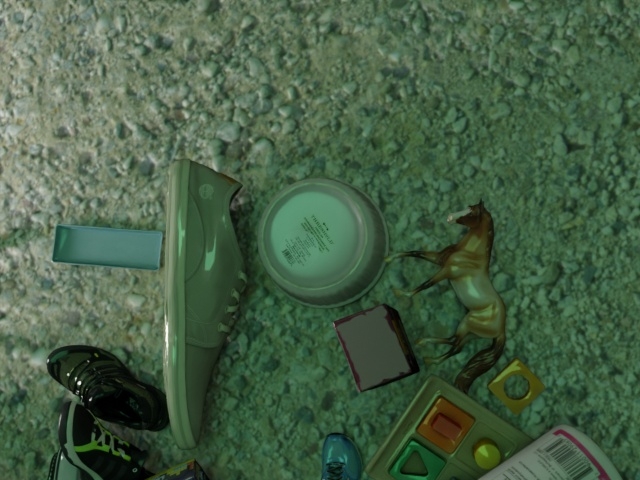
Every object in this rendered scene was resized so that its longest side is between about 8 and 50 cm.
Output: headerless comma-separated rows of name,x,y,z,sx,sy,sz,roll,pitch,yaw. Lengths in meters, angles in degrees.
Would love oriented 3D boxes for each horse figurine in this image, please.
horse figurine,0.208,0.088,1.322,0.174,0.066,0.263,-21,92,9

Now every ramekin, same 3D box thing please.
ramekin,0.000,0.000,1.363,0.207,0.109,0.207,-1,83,10

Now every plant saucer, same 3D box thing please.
plant saucer,-0.353,0.012,1.474,0.191,0.018,0.067,4,84,12

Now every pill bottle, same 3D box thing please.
pill bottle,0.265,0.389,1.203,0.283,0.160,0.160,-30,78,-11

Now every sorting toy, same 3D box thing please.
sorting toy,0.191,0.318,1.285,0.196,0.047,0.348,33,95,-3

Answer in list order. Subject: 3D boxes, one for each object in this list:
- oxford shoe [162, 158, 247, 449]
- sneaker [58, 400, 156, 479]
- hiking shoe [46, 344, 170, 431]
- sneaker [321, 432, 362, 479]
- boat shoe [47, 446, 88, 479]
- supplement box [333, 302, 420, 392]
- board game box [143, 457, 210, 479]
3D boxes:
oxford shoe,-0.179,0.096,1.368,0.129,0.169,0.450,3,82,-11
sneaker,-0.314,0.320,1.349,0.097,0.235,0.084,-16,39,7
hiking shoe,-0.343,0.227,1.394,0.226,0.114,0.086,24,87,12
sneaker,0.030,0.370,1.327,0.063,0.073,0.162,-5,81,10
boat shoe,-0.422,0.474,1.373,0.119,0.121,0.336,5,86,7
supplement box,0.085,0.156,1.285,0.080,0.188,0.104,-22,79,7
board game box,-0.232,0.424,1.346,0.170,0.048,0.141,-26,117,7
